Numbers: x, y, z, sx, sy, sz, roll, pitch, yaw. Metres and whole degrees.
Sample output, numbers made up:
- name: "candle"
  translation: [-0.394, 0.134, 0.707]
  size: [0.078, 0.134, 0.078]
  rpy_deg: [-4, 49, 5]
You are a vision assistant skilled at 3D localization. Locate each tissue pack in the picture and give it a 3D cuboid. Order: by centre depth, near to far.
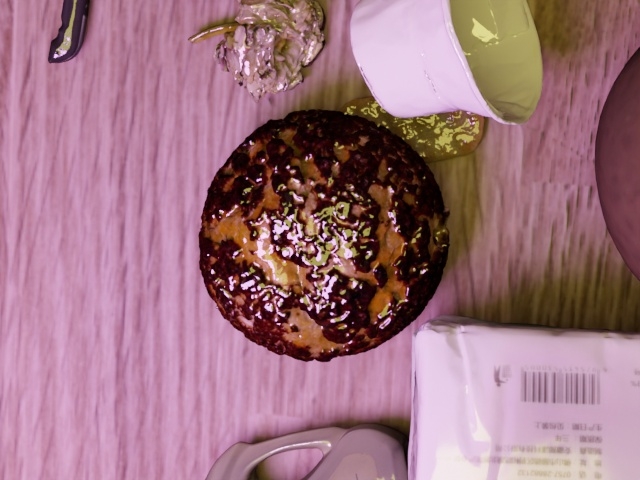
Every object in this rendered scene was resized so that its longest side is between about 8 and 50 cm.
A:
- name: "tissue pack"
  translation: [0.249, 0.207, 1.669]
  size: [0.357, 0.194, 0.266]
  rpy_deg: [3, 82, 0]

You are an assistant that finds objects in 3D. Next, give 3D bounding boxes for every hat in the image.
- name: "hat"
  translation: [0.106, -0.183, 1.688]
  size: [0.126, 0.203, 0.203]
  rpy_deg: [-17, 96, 27]

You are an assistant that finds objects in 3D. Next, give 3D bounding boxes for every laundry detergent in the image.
- name: "laundry detergent"
  translation: [-0.026, 0.276, 1.805]
  size: [0.253, 0.091, 0.181]
  rpy_deg: [-12, 94, 10]

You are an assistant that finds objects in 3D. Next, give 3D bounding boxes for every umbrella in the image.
- name: "umbrella"
  translation: [-0.224, -0.290, 1.771]
  size: [0.071, 0.071, 0.248]
  rpy_deg: [9, 106, 7]

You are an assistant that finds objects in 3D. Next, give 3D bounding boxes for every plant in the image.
- name: "plant"
  translation: [-0.062, -0.194, 1.761]
  size: [0.122, 0.104, 0.116]
  rpy_deg: [19, 61, 35]

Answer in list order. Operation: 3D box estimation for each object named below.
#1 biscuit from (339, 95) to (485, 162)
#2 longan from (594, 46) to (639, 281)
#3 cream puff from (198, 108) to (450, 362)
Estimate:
- name: "biscuit"
  translation: [0.084, -0.107, 1.769]
  size: [0.147, 0.018, 0.071]
  rpy_deg: [-7, 102, 11]
- name: "longan"
  translation: [0.376, -0.067, 1.606]
  size: [0.297, 0.297, 0.297]
  rpy_deg: [1, 98, 8]
- name: "cream puff"
  translation: [0.000, 0.000, 1.718]
  size: [0.239, 0.165, 0.239]
  rpy_deg: [2, 104, 10]
